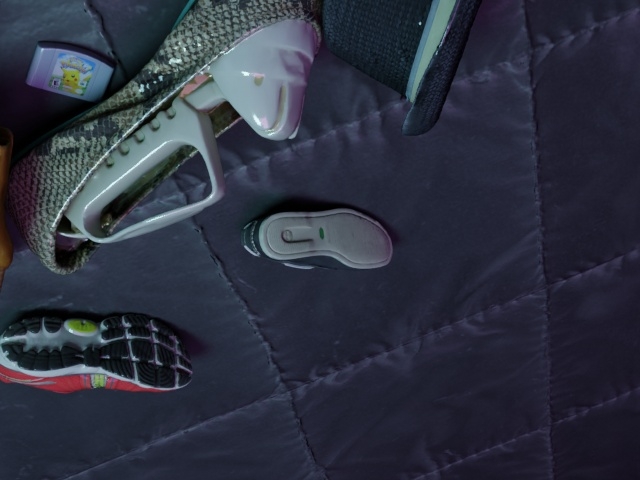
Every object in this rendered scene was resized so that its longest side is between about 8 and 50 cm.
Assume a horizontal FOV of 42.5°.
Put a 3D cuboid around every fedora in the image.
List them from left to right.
[{"bbox_3d":[0.095,-0.278,0.810,0.152,0.334,0.334,20,129,5],"label":"fedora"}]

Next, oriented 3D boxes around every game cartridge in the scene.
[{"bbox_3d":[-0.268,-0.182,0.886,0.083,0.017,0.056,11,123,-31],"label":"game cartridge"}]

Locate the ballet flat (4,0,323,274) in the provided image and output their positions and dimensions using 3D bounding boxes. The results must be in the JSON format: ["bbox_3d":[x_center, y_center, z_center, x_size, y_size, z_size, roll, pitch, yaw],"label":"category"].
[{"bbox_3d":[-0.133,-0.128,0.871,0.483,0.182,0.164,-38,158,14],"label":"ballet flat"}]

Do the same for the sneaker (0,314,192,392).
[{"bbox_3d":[-0.320,0.168,1.164,0.279,0.107,0.118,13,144,-28],"label":"sneaker"}]

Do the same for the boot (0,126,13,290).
[{"bbox_3d":[-0.390,-0.026,0.890,0.104,0.295,0.211,6,94,-36],"label":"boot"}]

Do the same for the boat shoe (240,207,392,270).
[{"bbox_3d":[0.000,0.000,1.147,0.233,0.084,0.079,5,168,-35],"label":"boat shoe"}]
